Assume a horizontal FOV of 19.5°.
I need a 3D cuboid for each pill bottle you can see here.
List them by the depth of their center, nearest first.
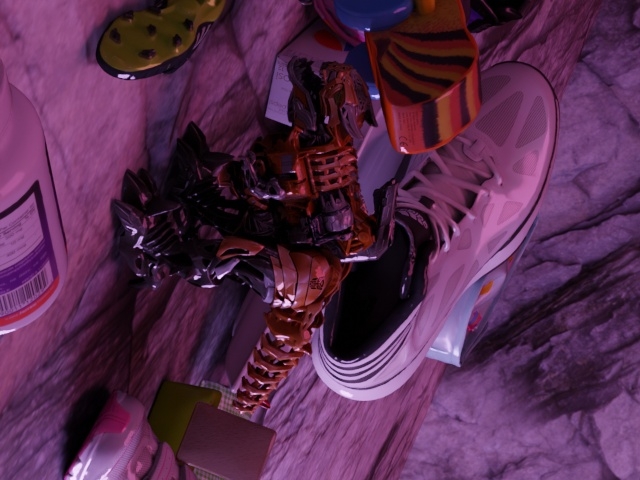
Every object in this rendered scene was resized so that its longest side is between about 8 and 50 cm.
[{"bbox_3d":[-0.214,-0.034,1.115,0.193,0.108,0.108,90,24,-56],"label":"pill bottle"}]

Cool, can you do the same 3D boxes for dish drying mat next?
[{"bbox_3d":[-0.071,0.169,2.014,0.008,0.032,0.083,-62,-174,-2],"label":"dish drying mat"}]

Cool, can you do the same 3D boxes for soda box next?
[{"bbox_3d":[0.019,-0.186,1.920,0.216,0.069,0.073,-49,156,-56],"label":"soda box"}]

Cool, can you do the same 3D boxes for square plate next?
[{"bbox_3d":[0.000,0.000,2.054,0.344,0.049,0.347,-63,172,3],"label":"square plate"}]

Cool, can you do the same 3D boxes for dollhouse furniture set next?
[{"bbox_3d":[-0.090,0.263,1.958,0.301,0.151,0.197,38,72,-76],"label":"dollhouse furniture set"}]

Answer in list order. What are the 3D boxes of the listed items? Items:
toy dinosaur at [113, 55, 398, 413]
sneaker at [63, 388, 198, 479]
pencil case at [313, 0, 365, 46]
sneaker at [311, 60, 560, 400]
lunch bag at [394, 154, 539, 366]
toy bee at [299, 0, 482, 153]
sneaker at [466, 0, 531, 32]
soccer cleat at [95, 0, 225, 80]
[{"bbox_3d":[-0.048,-0.001,1.578,0.164,0.218,0.321,-1,107,-75],"label":"toy dinosaur"},{"bbox_3d":[-0.160,0.225,1.706,0.252,0.111,0.103,88,25,-58],"label":"sneaker"},{"bbox_3d":[0.095,-0.309,1.920,0.284,0.124,0.124,-56,161,-46],"label":"pencil case"},{"bbox_3d":[0.142,-0.027,2.076,0.447,0.169,0.257,-58,173,-9],"label":"sneaker"},{"bbox_3d":[0.124,0.013,2.294,0.160,0.223,0.262,71,41,-65],"label":"lunch bag"},{"bbox_3d":[0.087,-0.204,1.607,0.195,0.162,0.298,88,-18,-62],"label":"toy bee"},{"bbox_3d":[0.183,-0.290,2.257,0.293,0.146,0.102,77,35,-66],"label":"sneaker"},{"bbox_3d":[-0.123,-0.152,1.431,0.072,0.060,0.179,-63,173,33],"label":"soccer cleat"}]
